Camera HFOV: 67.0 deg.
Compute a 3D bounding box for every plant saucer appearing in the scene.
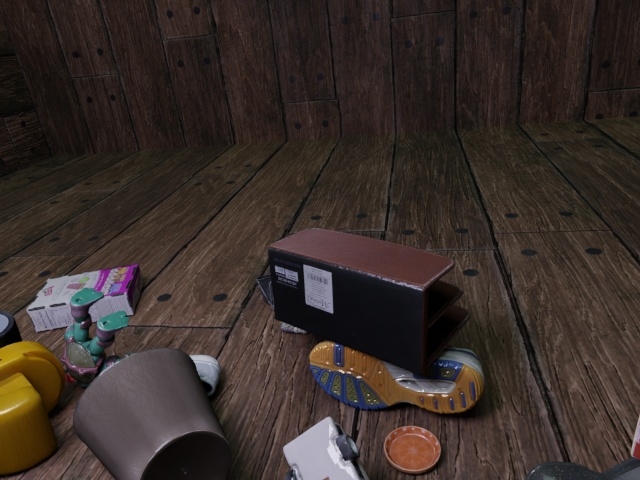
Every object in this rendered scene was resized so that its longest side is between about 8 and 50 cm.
[{"bbox_3d":[0.138,0.315,0.727,0.084,0.013,0.083,-5,25,3],"label":"plant saucer"}]

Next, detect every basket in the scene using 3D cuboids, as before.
[{"bbox_3d":[-0.234,0.279,0.709,0.204,0.154,0.227,-29,27,-28],"label":"basket"}]

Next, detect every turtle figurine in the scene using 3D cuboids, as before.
[{"bbox_3d":[-0.431,0.209,0.928,0.175,0.234,0.118,24,36,1],"label":"turtle figurine"}]

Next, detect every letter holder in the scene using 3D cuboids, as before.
[{"bbox_3d":[0.094,0.072,0.855,0.302,0.151,0.214,14,28,36],"label":"letter holder"}]

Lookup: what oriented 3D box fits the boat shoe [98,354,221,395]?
[{"bbox_3d":[-0.298,0.261,0.880,0.228,0.079,0.081,-6,20,-5],"label":"boat shoe"}]

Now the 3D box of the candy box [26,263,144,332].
[{"bbox_3d":[-0.584,0.141,1.223,0.234,0.071,0.159,-9,25,-6],"label":"candy box"}]

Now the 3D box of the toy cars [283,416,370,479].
[{"bbox_3d":[0.119,0.348,0.562,0.394,0.087,0.176,10,70,32],"label":"toy cars"}]

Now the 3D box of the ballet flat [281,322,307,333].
[{"bbox_3d":[-0.027,0.178,1.041,0.115,0.041,0.041,-17,27,-20],"label":"ballet flat"}]

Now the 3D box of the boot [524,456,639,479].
[{"bbox_3d":[0.364,0.327,0.529,0.247,0.083,0.161,0,21,-8],"label":"boot"}]

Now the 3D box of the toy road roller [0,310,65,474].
[{"bbox_3d":[-0.582,0.285,0.771,0.241,0.202,0.330,25,37,32],"label":"toy road roller"}]

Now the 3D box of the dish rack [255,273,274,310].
[{"bbox_3d":[-0.015,0.111,1.078,0.209,0.074,0.271,-15,10,-17],"label":"dish rack"}]

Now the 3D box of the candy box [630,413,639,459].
[{"bbox_3d":[0.507,0.166,0.647,0.088,0.182,0.317,16,14,38],"label":"candy box"}]

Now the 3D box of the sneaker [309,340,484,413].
[{"bbox_3d":[0.131,0.226,0.848,0.297,0.111,0.131,6,11,20],"label":"sneaker"}]
